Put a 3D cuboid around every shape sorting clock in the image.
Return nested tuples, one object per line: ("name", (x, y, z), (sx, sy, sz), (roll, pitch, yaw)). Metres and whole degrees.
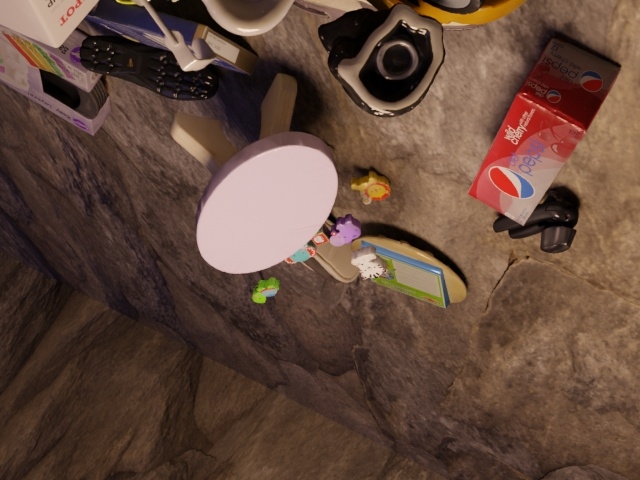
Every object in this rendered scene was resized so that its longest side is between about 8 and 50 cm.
("shape sorting clock", (0.146, 0.046, 1.841), (0.206, 0.040, 0.206), (24, 157, 11))

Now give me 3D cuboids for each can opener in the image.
("can opener", (0.280, -0.024, 1.481), (0.059, 0.073, 0.186), (30, 170, -17))

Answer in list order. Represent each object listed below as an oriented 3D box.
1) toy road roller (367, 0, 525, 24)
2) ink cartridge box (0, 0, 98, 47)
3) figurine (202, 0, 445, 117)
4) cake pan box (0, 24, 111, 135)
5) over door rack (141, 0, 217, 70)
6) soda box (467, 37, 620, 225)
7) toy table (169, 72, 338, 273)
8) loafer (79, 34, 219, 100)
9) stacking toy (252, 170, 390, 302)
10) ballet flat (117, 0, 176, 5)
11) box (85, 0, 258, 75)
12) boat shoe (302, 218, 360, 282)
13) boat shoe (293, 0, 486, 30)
("toy road roller", (0.053, -0.312, 0.974), (0.329, 0.202, 0.240), (29, 170, 6))
("ink cartridge box", (-0.369, -0.410, 1.323), (0.197, 0.198, 0.270), (26, 159, 21))
("figurine", (-0.013, -0.200, 0.978), (0.215, 0.092, 0.209), (28, -171, -14))
("cake pan box", (-0.474, -0.308, 1.887), (0.267, 0.070, 0.246), (31, 161, 2))
("over door rack", (-0.144, -0.343, 1.088), (0.239, 0.108, 0.324), (-32, 109, 25))
("soda box", (0.246, -0.117, 1.269), (0.083, 0.092, 0.263), (30, 159, 7))
("toy table", (-0.083, -0.095, 1.573), (0.252, 0.161, 0.274), (20, 133, -32))
("loafer", (-0.252, -0.264, 1.681), (0.223, 0.076, 0.078), (17, -162, 12))
("stacking toy", (0.000, 0.000, 1.642), (0.221, 0.167, 0.052), (-18, 133, 22))
("ballet flat", (-0.192, -0.335, 1.416), (0.231, 0.077, 0.077), (5, 142, 50))
("box", (-0.213, -0.286, 1.542), (0.225, 0.036, 0.136), (19, -179, 28))
("boat shoe", (-0.048, -0.034, 1.838), (0.095, 0.112, 0.335), (7, 151, 40))
("boat shoe", (0.063, -0.273, 1.183), (0.285, 0.103, 0.092), (15, 168, 25))
